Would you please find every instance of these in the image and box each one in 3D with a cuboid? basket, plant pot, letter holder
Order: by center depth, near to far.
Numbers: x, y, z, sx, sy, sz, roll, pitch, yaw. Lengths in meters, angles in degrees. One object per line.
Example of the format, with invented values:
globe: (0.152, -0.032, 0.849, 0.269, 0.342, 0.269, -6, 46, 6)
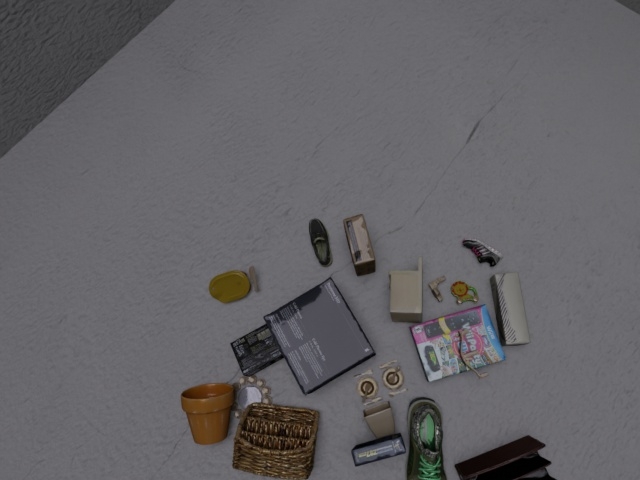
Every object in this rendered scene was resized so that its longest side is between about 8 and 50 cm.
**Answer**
letter holder: (0.650, 0.818, 1.652, 0.301, 0.214, 0.152, -23, 72, 1)
basket: (-0.167, 0.744, 1.782, 0.299, 0.213, 0.223, 6, 80, 9)
plant pot: (0.231, 0.686, 1.810, 0.109, 0.109, 0.096, -21, 83, 2)
plant pot: (-0.437, 0.682, 1.865, 0.205, 0.205, 0.188, -3, 89, 7)

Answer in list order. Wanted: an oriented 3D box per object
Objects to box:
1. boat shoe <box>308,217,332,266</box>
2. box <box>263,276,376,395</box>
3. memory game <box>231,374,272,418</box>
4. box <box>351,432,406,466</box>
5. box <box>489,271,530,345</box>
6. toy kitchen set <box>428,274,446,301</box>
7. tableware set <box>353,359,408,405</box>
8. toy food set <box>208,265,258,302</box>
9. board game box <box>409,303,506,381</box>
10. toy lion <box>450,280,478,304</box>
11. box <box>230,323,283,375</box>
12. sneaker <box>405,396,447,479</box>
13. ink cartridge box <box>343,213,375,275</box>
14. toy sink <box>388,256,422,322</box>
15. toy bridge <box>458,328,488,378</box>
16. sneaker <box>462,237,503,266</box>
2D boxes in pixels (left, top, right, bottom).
boat shoe: (-0.001, 0.001, 2.047, 0.080, 0.073, 0.224, -15, 73, 3)
box: (0.002, 0.378, 1.886, 0.312, 0.179, 0.343, -30, 73, 0)
memory game: (-0.287, 0.642, 1.940, 0.186, 0.012, 0.186, -2, 73, 8)
box: (0.213, 0.754, 1.723, 0.183, 0.233, 0.059, -17, 70, 2)
box: (0.734, 0.267, 1.851, 0.094, 0.113, 0.275, -6, 72, 7)
toy kitchen set: (0.490, 0.193, 1.927, 0.075, 0.068, 0.083, -29, 73, -1)
tableware set: (0.235, 0.562, 1.874, 0.194, 0.039, 0.128, -21, 73, 2)
toy food set: (-0.369, 0.188, 2.057, 0.217, 0.071, 0.128, -17, 97, 5)
board game box: (0.526, 0.398, 1.851, 0.303, 0.097, 0.224, -17, 74, 2)
toy lion: (0.582, 0.209, 1.932, 0.100, 0.034, 0.096, -7, 66, 6)
box: (-0.255, 0.448, 1.950, 0.180, 0.077, 0.147, -29, 68, -1)
sneaker: (0.382, 0.784, 1.716, 0.158, 0.182, 0.410, -5, 74, 6)
ink cartridge box: (0.160, 0.026, 1.933, 0.088, 0.235, 0.193, -15, 72, 3)
toy sink: (0.339, 0.194, 1.895, 0.131, 0.153, 0.234, 0, 67, 12)
toy bridge: (0.557, 0.424, 1.776, 0.063, 0.026, 0.188, -22, 74, 3)
sneaker: (0.655, 0.051, 1.946, 0.170, 0.063, 0.075, 28, 74, 10)
